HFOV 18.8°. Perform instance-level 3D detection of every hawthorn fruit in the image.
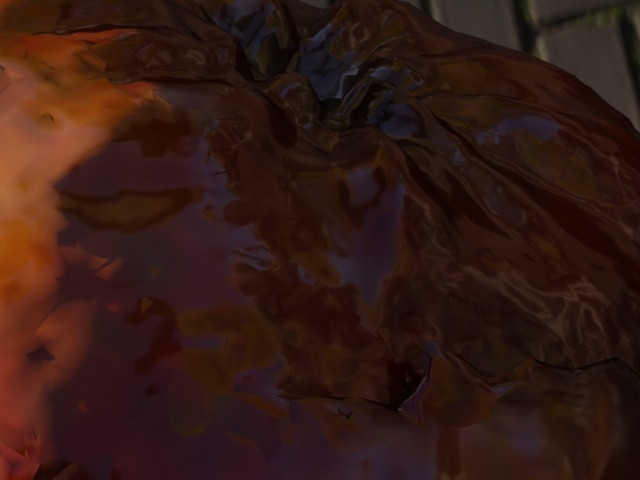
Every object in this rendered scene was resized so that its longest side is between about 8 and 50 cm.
[{"bbox_3d":[-0.033,0.081,0.510,0.276,0.276,0.307,13,108,23],"label":"hawthorn fruit"}]
